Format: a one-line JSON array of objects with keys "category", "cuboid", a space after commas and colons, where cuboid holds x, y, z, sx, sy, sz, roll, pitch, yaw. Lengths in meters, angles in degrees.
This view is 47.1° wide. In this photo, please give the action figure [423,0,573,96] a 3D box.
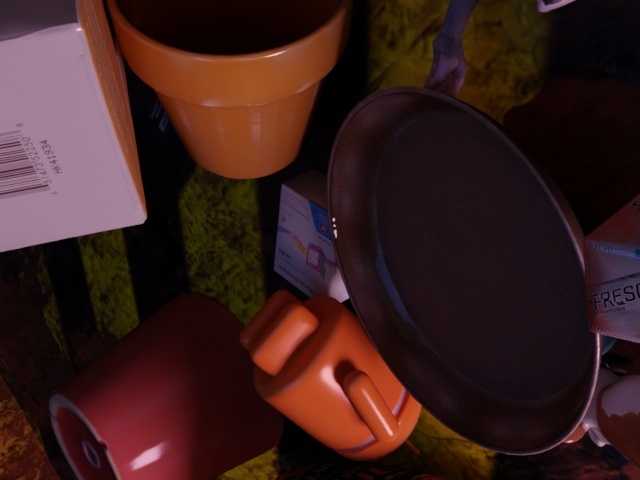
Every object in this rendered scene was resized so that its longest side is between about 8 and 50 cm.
[{"category": "action figure", "cuboid": [0.079, -0.275, 0.478, 0.370, 0.276, 0.248, 32, 178, 13]}]

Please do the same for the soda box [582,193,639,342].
[{"category": "soda box", "cuboid": [0.221, -0.005, 0.423, 0.063, 0.183, 0.058, 10, 120, 44]}]

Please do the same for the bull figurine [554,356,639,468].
[{"category": "bull figurine", "cuboid": [0.307, 0.143, 0.487, 0.188, 0.101, 0.310, 54, 144, 4]}]

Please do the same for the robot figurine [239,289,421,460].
[{"category": "robot figurine", "cuboid": [0.019, 0.146, 0.763, 0.219, 0.128, 0.158, 42, 138, -24]}]

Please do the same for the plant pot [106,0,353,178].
[{"category": "plant pot", "cuboid": [-0.076, -0.164, 0.677, 0.205, 0.205, 0.188, 42, 153, 24]}]

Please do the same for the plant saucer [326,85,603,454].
[{"category": "plant saucer", "cuboid": [0.111, 0.022, 0.603, 0.310, 0.050, 0.311, 41, 143, 40]}]

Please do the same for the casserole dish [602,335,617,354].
[{"category": "casserole dish", "cuboid": [0.168, 0.033, 0.631, 0.188, 0.037, 0.114, 46, 140, 19]}]

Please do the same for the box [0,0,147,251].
[{"category": "box", "cuboid": [-0.259, -0.194, 0.586, 0.215, 0.168, 0.346, 92, 164, -59]}]

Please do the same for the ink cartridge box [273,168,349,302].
[{"category": "ink cartridge box", "cuboid": [0.000, 0.000, 0.790, 0.088, 0.052, 0.123, 35, 136, 31]}]

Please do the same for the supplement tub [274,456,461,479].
[{"category": "supplement tub", "cuboid": [0.070, 0.348, 0.809, 0.316, 0.193, 0.194, -9, 105, 50]}]

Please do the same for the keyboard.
[{"category": "keyboard", "cuboid": [-0.211, -0.192, 0.935, 0.201, 0.033, 0.317, 49, 140, 6]}]

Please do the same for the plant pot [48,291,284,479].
[{"category": "plant pot", "cuboid": [-0.229, 0.245, 1.051, 0.274, 0.243, 0.275, 26, 130, 37]}]
